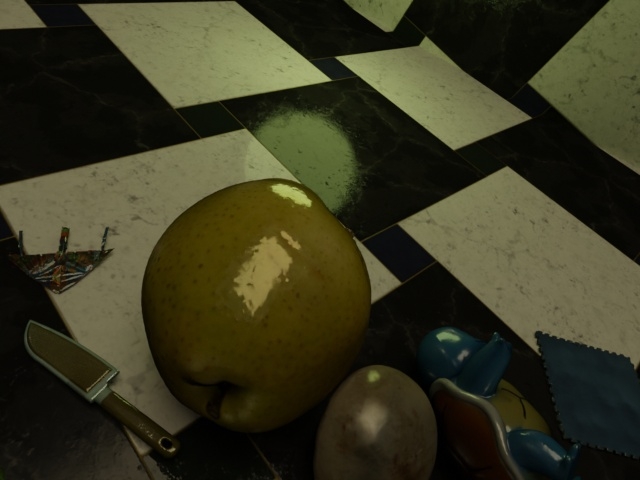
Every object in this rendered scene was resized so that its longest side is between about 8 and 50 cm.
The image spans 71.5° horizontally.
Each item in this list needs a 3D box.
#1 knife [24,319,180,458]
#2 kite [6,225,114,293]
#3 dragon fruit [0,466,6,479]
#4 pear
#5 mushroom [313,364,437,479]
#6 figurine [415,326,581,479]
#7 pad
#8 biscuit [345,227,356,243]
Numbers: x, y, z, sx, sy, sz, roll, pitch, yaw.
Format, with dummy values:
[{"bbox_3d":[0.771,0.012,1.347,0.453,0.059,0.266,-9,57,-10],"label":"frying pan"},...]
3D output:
[{"bbox_3d":[-0.353,0.227,0.709,0.342,0.027,0.061,30,48,12],"label":"knife"},{"bbox_3d":[-0.493,0.036,0.849,0.182,0.010,0.160,-4,53,-20],"label":"kite"},{"bbox_3d":[-0.412,0.356,0.410,0.130,0.269,0.295,21,28,-17],"label":"dragon fruit"},{"bbox_3d":[-0.093,0.088,0.723,0.362,0.363,0.418,17,39,-5],"label":"pear"},{"bbox_3d":[0.077,0.310,0.691,0.226,0.178,0.227,8,80,-48],"label":"mushroom"},{"bbox_3d":[0.302,0.334,0.754,0.298,0.242,0.417,48,31,-40],"label":"figurine"},{"bbox_3d":[0.624,0.343,0.994,0.269,0.012,0.269,17,45,-5],"label":"pad"},{"bbox_3d":[0.000,0.000,1.065,0.174,0.026,0.124,4,48,-18],"label":"biscuit"}]
